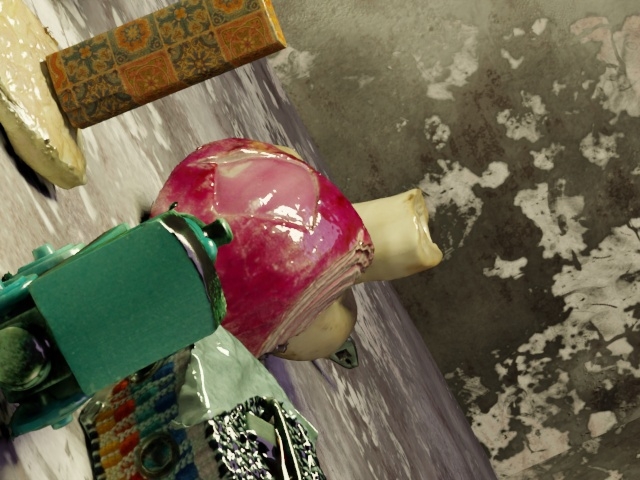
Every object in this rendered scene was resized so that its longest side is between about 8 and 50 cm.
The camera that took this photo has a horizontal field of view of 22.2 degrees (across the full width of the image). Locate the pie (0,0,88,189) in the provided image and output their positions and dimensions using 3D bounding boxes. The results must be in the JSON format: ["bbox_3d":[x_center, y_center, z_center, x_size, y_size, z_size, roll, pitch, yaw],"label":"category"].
[{"bbox_3d":[-0.285,-0.157,1.557,0.185,0.052,0.218,58,12,-53],"label":"pie"}]

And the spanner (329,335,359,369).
[{"bbox_3d":[-0.009,0.110,2.411,0.325,0.096,0.040,54,13,-51],"label":"spanner"}]

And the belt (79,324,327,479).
[{"bbox_3d":[-0.091,0.198,1.373,0.207,0.150,0.257,41,22,-48],"label":"belt"}]

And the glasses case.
[{"bbox_3d":[-0.148,-0.181,1.552,0.049,0.218,0.075,10,59,-79],"label":"glasses case"}]

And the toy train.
[{"bbox_3d":[-0.156,0.044,1.244,0.120,0.194,0.298,62,7,-6],"label":"toy train"}]

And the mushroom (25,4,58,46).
[{"bbox_3d":[-0.306,-0.233,1.682,0.101,0.019,0.049,44,-2,22],"label":"mushroom"}]

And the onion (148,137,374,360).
[{"bbox_3d":[-0.058,-0.012,1.862,0.247,0.250,0.111,52,-31,-7],"label":"onion"}]

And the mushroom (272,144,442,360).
[{"bbox_3d":[0.000,0.000,2.090,0.292,0.290,0.292,-19,90,-80],"label":"mushroom"}]
